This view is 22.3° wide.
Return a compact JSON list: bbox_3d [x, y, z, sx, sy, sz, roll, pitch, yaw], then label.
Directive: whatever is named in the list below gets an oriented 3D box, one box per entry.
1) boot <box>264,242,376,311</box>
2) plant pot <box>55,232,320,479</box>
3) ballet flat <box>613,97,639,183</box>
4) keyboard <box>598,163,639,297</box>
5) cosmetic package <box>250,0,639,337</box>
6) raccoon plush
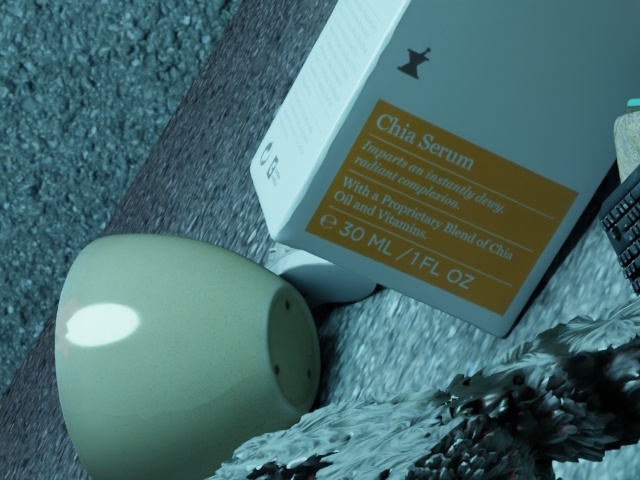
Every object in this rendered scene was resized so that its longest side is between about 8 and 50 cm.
[{"bbox_3d":[0.000,0.000,1.725,0.258,0.095,0.123,-22,49,65],"label":"boot"},{"bbox_3d":[-0.111,0.122,1.640,0.191,0.284,0.284,-8,44,22],"label":"plant pot"},{"bbox_3d":[0.285,-0.045,1.044,0.316,0.108,0.106,180,98,-76],"label":"ballet flat"},{"bbox_3d":[0.232,0.000,1.072,0.023,0.108,0.180,-28,-11,-12],"label":"keyboard"},{"bbox_3d":[0.150,-0.174,1.306,0.453,0.230,0.161,-61,20,17],"label":"cosmetic package"},{"bbox_3d":[0.111,0.250,1.025,0.446,0.299,0.216,-21,13,13],"label":"raccoon plush"}]
